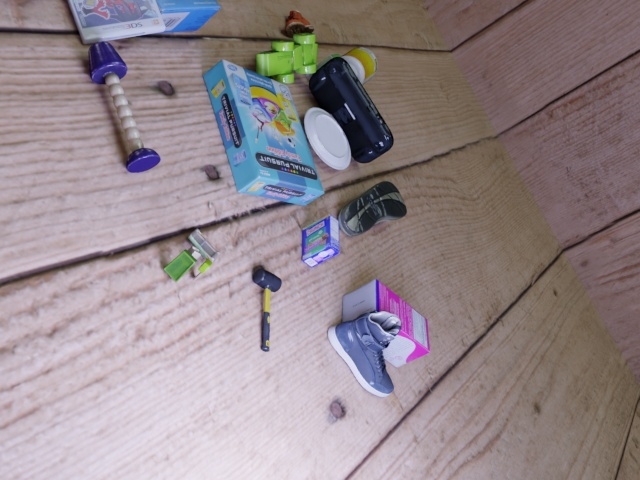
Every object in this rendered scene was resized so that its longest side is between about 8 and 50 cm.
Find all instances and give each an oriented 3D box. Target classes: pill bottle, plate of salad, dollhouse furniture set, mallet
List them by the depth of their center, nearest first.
[{"bbox_3d":[-0.260,0.036,1.499,0.076,0.058,0.152,47,13,-6],"label":"dollhouse furniture set"},{"bbox_3d":[-0.122,0.146,1.597,0.062,0.039,0.190,37,41,-34],"label":"mallet"},{"bbox_3d":[0.016,-0.291,2.150,0.199,0.048,0.200,30,47,-38],"label":"plate of salad"},{"bbox_3d":[0.104,-0.558,2.437,0.117,0.117,0.215,54,31,-9],"label":"pill bottle"}]

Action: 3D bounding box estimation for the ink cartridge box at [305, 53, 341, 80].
[{"bbox_3d":[0.056,-0.456,2.288,0.209,0.109,0.062,60,32,1],"label":"ink cartridge box"}]

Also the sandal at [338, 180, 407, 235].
[{"bbox_3d":[0.140,-0.090,2.134,0.302,0.086,0.120,-22,88,-44],"label":"sandal"}]

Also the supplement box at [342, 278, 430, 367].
[{"bbox_3d":[0.167,0.212,1.877,0.220,0.111,0.114,40,36,-31],"label":"supplement box"}]

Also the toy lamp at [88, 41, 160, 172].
[{"bbox_3d":[-0.403,-0.275,1.506,0.080,0.080,0.275,-7,69,-57],"label":"toy lamp"}]

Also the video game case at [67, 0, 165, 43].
[{"bbox_3d":[-0.454,-0.531,1.604,0.183,0.023,0.201,-18,83,-27],"label":"video game case"}]

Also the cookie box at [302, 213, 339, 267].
[{"bbox_3d":[0.000,0.000,1.838,0.040,0.091,0.107,39,36,-36],"label":"cookie box"}]

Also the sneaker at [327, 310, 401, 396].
[{"bbox_3d":[0.145,0.265,1.753,0.226,0.163,0.086,51,30,-17],"label":"sneaker"}]

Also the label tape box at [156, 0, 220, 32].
[{"bbox_3d":[-0.421,-0.667,1.785,0.334,0.105,0.240,59,32,0],"label":"label tape box"}]

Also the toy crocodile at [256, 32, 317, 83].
[{"bbox_3d":[-0.095,-0.528,2.144,0.340,0.105,0.115,-39,132,-54],"label":"toy crocodile"}]

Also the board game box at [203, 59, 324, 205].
[{"bbox_3d":[-0.140,-0.267,1.875,0.253,0.079,0.336,8,57,-52],"label":"board game box"}]

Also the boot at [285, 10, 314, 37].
[{"bbox_3d":[-0.083,-0.688,2.344,0.085,0.059,0.158,56,23,1],"label":"boot"}]

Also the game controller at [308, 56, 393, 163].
[{"bbox_3d":[0.088,-0.384,2.219,0.067,0.166,0.319,-35,94,-37],"label":"game controller"}]
